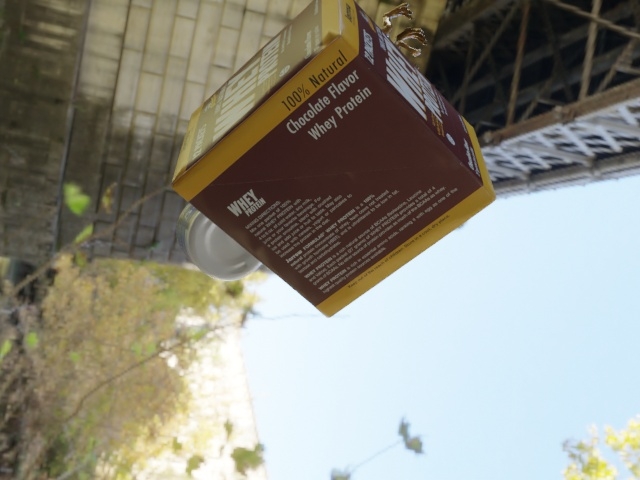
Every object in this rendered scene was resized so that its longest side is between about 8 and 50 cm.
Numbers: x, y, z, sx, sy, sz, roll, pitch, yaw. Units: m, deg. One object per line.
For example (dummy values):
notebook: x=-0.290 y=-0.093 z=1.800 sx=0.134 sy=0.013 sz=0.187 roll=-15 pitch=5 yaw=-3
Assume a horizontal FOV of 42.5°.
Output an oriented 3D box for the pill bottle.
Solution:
pill bottle: x=-0.146 y=-0.010 z=1.176 sx=0.186 sy=0.112 sz=0.112 roll=-160 pitch=-99 yaw=-71

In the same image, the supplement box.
supplement box: x=0.011 y=-0.075 z=0.718 sx=0.191 sy=0.194 sz=0.129 roll=-38 pitch=-153 yaw=23

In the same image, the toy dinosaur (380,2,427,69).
toy dinosaur: x=0.077 y=-0.274 z=1.131 sx=0.211 sy=0.112 sz=0.064 roll=51 pitch=-5 yaw=39
